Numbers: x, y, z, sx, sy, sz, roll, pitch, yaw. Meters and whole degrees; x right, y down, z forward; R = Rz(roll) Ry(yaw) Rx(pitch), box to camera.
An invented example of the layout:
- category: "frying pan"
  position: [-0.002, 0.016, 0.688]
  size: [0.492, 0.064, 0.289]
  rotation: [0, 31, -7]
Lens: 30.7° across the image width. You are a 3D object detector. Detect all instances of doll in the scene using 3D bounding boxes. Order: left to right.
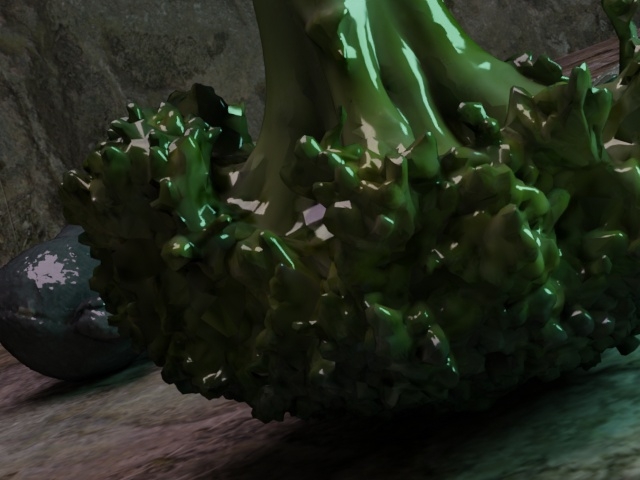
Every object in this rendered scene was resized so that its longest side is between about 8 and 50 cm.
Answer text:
- category: "doll"
  position: [-0.227, 0.041, 1.228]
  size: [0.245, 0.158, 0.340]
  rotation: [-4, 10, 19]

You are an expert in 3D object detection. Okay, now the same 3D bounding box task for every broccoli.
- category: "broccoli"
  position: [0.038, -0.021, 0.668]
  size: [0.277, 0.317, 0.338]
  rotation: [-25, -22, -43]

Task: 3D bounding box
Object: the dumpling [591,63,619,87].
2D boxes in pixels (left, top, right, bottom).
- category: "dumpling"
  position: [0.267, -0.068, 0.986]
  size: [0.247, 0.142, 0.172]
  rotation: [-25, -28, 11]

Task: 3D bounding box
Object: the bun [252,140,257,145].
- category: "bun"
  position: [-0.109, -0.072, 1.766]
  size: [0.229, 0.145, 0.229]
  rotation: [-17, 11, 3]
